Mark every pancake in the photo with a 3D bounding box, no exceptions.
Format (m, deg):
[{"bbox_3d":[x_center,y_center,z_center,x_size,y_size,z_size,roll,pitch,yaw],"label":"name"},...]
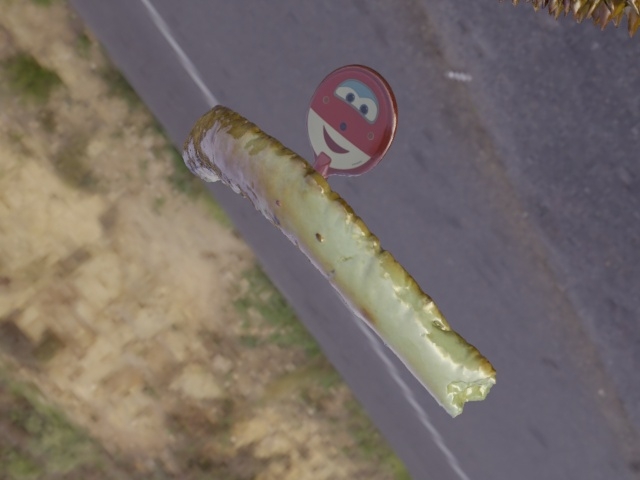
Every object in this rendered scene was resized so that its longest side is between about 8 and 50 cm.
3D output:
[{"bbox_3d":[-0.004,0.003,0.887,0.376,0.054,0.197,43,174,48],"label":"pancake"}]

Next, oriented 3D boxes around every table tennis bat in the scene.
[{"bbox_3d":[0.015,-0.087,1.110,0.098,0.155,0.019,43,-156,27],"label":"table tennis bat"}]

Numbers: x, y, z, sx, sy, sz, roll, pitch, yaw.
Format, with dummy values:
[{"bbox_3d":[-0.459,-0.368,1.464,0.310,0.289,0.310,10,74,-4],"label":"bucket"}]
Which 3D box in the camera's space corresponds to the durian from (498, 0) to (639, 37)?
[{"bbox_3d":[0.192,-0.294,0.716,0.347,0.384,0.348,-17,-90,-80],"label":"durian"}]
